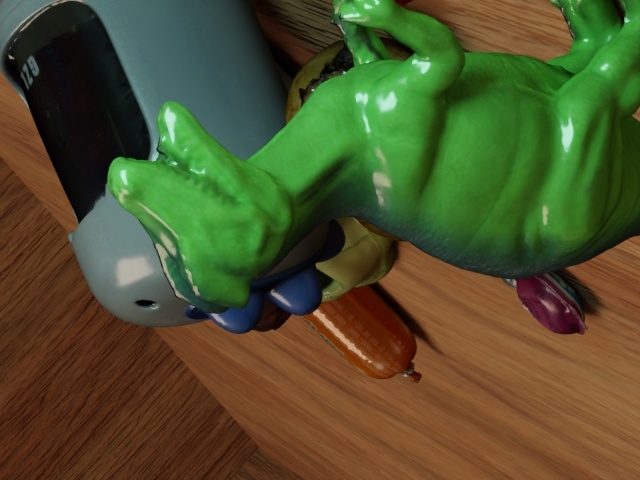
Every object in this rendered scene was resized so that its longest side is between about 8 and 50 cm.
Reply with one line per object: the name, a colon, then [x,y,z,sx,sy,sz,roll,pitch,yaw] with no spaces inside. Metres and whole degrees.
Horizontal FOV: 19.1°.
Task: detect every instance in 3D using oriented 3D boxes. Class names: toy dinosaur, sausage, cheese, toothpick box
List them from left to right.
toothpick box: [-0.120,-0.080,1.705,0.263,0.263,0.354,88,160,-73]
sausage: [0.012,0.068,2.357,0.312,0.093,0.093,45,167,-11]
cheese: [0.209,0.050,1.817,0.095,0.038,0.145,53,170,-33]
toy dinosaur: [0.139,0.017,1.192,0.500,0.374,0.144,51,157,-24]

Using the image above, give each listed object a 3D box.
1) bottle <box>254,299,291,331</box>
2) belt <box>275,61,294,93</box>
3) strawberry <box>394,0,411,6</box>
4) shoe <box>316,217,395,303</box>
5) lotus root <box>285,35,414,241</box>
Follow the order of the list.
bottle: [-0.106,0.043,2.528,0.156,0.143,0.271,39,168,21]
belt: [-0.104,-0.121,1.964,0.207,0.150,0.257,57,164,-15]
strawberry: [-0.029,-0.240,1.409,0.236,0.111,0.190,46,165,-19]
shoe: [0.005,-0.005,2.115,0.140,0.128,0.262,56,166,6]
lotus root: [0.060,-0.083,1.600,0.169,0.141,0.314,43,180,18]
